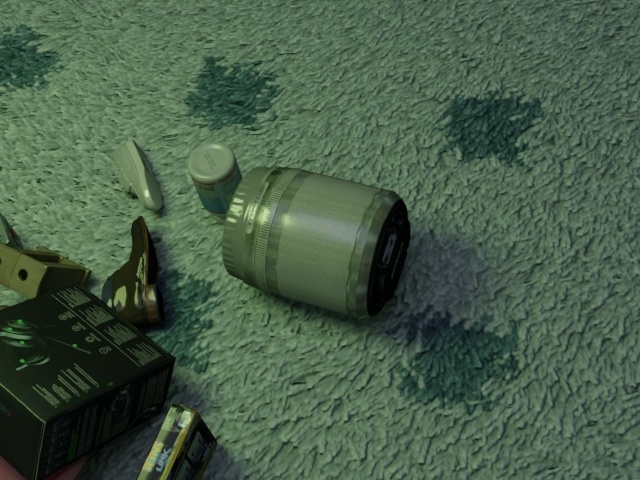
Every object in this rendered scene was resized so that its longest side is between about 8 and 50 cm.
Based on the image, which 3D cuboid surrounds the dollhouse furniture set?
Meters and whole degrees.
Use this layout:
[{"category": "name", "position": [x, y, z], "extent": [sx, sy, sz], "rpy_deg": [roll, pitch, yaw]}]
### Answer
[{"category": "dollhouse furniture set", "position": [-0.526, 0.110, 1.599], "extent": [0.129, 0.129, 0.184], "rpy_deg": [24, 94, 22]}]

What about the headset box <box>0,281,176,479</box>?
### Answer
[{"category": "headset box", "position": [-0.420, 0.214, 1.407], "extent": [0.246, 0.131, 0.283], "rpy_deg": [32, 31, 23]}]

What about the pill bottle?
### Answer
[{"category": "pill bottle", "position": [-0.182, -0.100, 1.637], "extent": [0.087, 0.160, 0.087], "rpy_deg": [-4, 58, 6]}]

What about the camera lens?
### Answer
[{"category": "camera lens", "position": [0.000, 0.000, 1.512], "extent": [0.274, 0.219, 0.219], "rpy_deg": [15, 61, 16]}]

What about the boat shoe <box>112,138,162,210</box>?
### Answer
[{"category": "boat shoe", "position": [-0.359, -0.119, 1.736], "extent": [0.063, 0.066, 0.184], "rpy_deg": [-31, 60, 5]}]

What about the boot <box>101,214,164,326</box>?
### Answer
[{"category": "boot", "position": [-0.347, 0.056, 1.610], "extent": [0.106, 0.082, 0.219], "rpy_deg": [-12, 59, -3]}]

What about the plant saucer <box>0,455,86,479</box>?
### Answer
[{"category": "plant saucer", "position": [-0.532, 0.320, 1.384], "extent": [0.332, 0.084, 0.332], "rpy_deg": [18, 23, -8]}]

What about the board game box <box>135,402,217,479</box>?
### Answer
[{"category": "board game box", "position": [-0.225, 0.353, 1.368], "extent": [0.048, 0.141, 0.170], "rpy_deg": [15, 61, 15]}]

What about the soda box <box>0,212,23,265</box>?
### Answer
[{"category": "soda box", "position": [-0.695, 0.055, 1.651], "extent": [0.286, 0.098, 0.091], "rpy_deg": [-26, 59, -8]}]
